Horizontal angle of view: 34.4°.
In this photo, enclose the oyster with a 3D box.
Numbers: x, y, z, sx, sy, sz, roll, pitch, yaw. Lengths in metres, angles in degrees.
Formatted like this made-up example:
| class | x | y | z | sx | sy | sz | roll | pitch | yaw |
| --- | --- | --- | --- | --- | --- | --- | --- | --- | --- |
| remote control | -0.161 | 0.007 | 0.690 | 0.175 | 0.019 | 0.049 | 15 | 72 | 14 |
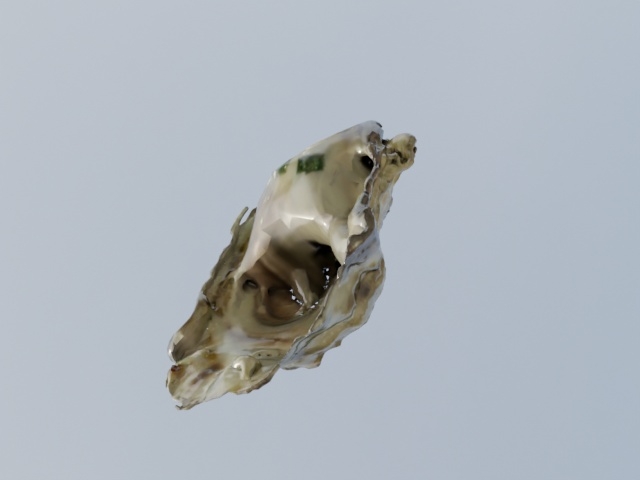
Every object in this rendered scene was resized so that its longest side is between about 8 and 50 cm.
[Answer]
| class | x | y | z | sx | sy | sz | roll | pitch | yaw |
| --- | --- | --- | --- | --- | --- | --- | --- | --- | --- |
| oyster | 0.000 | -0.003 | 0.406 | 0.053 | 0.108 | 0.165 | 34 | -137 | -13 |
